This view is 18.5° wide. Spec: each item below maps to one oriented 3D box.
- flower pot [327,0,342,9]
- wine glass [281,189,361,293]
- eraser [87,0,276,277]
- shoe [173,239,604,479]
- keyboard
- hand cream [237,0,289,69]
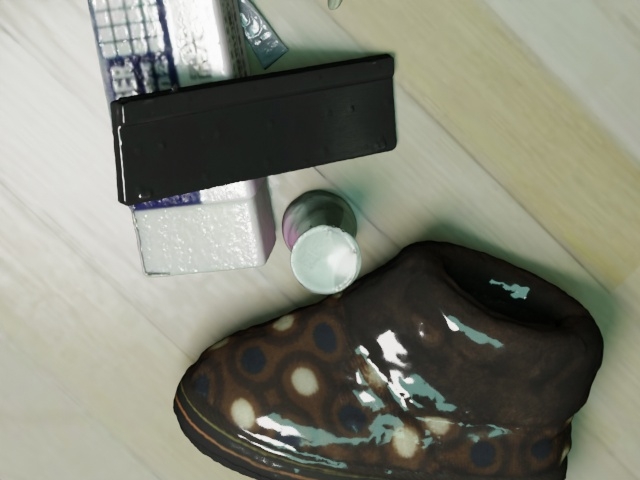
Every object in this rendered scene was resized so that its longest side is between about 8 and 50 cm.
[{"bbox_3d":[0.019,-0.399,1.704,0.254,0.164,0.367,-20,105,8],"label":"flower pot"},{"bbox_3d":[0.000,0.000,1.805,0.073,0.155,0.073,0,100,-1],"label":"wine glass"},{"bbox_3d":[-0.126,-0.116,1.799,0.130,0.086,0.287,-6,108,8],"label":"eraser"},{"bbox_3d":[0.066,0.114,1.825,0.384,0.171,0.237,10,110,-6],"label":"shoe"},{"bbox_3d":[-0.053,-0.105,1.758,0.310,0.018,0.101,-14,108,-36],"label":"keyboard"},{"bbox_3d":[-0.067,-0.203,1.822,0.030,0.019,0.093,-34,105,7],"label":"hand cream"}]
